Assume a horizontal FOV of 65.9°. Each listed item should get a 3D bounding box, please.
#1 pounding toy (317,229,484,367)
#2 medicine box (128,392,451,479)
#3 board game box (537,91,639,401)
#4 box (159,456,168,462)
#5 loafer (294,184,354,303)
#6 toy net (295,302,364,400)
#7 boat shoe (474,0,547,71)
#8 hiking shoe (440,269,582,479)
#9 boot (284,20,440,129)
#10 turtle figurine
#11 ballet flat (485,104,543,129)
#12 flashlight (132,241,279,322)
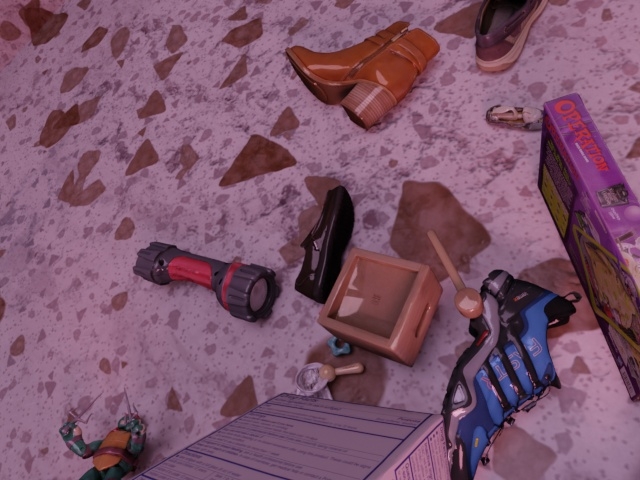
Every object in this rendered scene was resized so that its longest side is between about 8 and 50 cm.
[{"bbox_3d":[0.133,0.081,0.703,0.206,0.094,0.181,14,69,35],"label":"pounding toy"},{"bbox_3d":[-0.027,0.306,0.565,0.264,0.289,0.149,-6,94,38],"label":"medicine box"},{"bbox_3d":[0.360,0.009,0.624,0.056,0.208,0.346,-18,60,16],"label":"board game box"},{"bbox_3d":[-0.266,0.528,0.703,0.381,0.143,0.191,-47,56,-5],"label":"box"},{"bbox_3d":[0.000,0.000,0.874,0.079,0.080,0.219,6,68,27],"label":"loafer"},{"bbox_3d":[0.018,0.174,0.790,0.122,0.045,0.232,36,82,23],"label":"toy net"},{"bbox_3d":[0.360,-0.453,0.925,0.103,0.092,0.285,18,74,31],"label":"boat shoe"},{"bbox_3d":[0.242,0.189,0.648,0.132,0.113,0.303,16,78,22],"label":"hiking shoe"},{"bbox_3d":[0.078,-0.377,1.008,0.220,0.109,0.283,-47,58,-1],"label":"boot"},{"bbox_3d":[-0.353,0.352,0.824,0.175,0.118,0.234,-22,29,16],"label":"turtle figurine"},{"bbox_3d":[0.340,-0.214,0.847,0.114,0.041,0.041,11,71,29],"label":"ballet flat"},{"bbox_3d":[-0.227,0.071,0.935,0.304,0.103,0.103,11,73,28],"label":"flashlight"}]
